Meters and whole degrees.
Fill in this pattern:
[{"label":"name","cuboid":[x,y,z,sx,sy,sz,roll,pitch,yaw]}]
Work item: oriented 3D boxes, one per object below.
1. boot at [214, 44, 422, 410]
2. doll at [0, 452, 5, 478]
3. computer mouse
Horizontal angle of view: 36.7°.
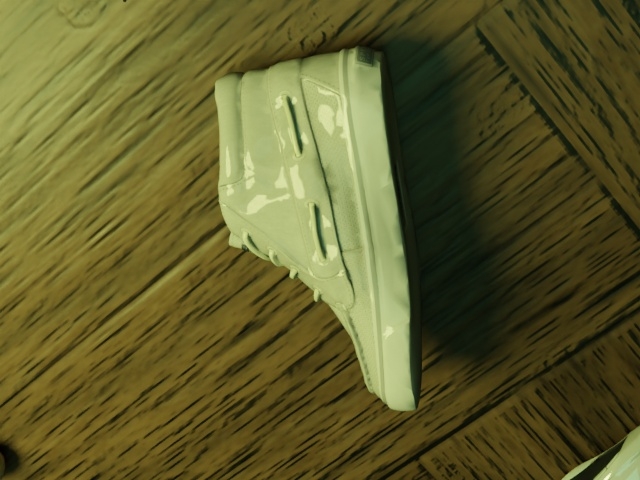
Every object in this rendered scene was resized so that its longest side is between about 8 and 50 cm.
[{"label":"boot","cuboid":[0.000,0.000,0.670,0.123,0.095,0.258,-6,105,12]},{"label":"doll","cuboid":[-0.339,0.146,0.768,0.189,0.046,0.129,32,113,-10]},{"label":"computer mouse","cuboid":[0.262,0.182,0.752,0.106,0.042,0.193,40,110,-15]}]
